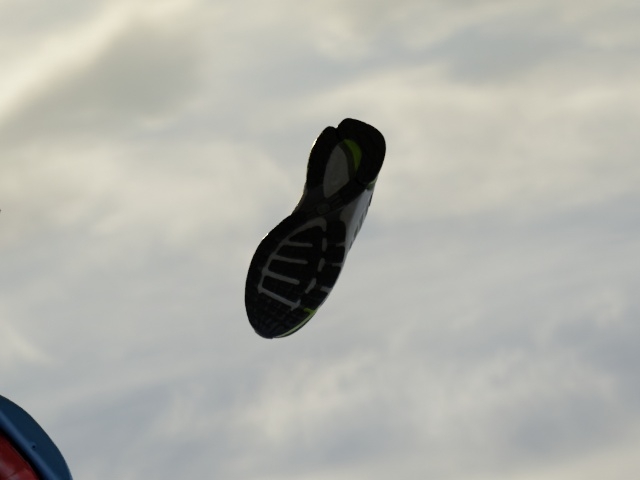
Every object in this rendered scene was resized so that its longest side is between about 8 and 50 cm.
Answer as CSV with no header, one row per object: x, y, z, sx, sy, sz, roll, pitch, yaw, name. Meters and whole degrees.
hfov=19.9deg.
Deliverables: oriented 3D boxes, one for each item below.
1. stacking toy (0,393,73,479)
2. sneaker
-0.432,0.311,1.999,0.302,0.175,0.166,-45,-163,-25,stacking toy
0.000,0.000,2.263,0.111,0.121,0.300,24,-112,13,sneaker
